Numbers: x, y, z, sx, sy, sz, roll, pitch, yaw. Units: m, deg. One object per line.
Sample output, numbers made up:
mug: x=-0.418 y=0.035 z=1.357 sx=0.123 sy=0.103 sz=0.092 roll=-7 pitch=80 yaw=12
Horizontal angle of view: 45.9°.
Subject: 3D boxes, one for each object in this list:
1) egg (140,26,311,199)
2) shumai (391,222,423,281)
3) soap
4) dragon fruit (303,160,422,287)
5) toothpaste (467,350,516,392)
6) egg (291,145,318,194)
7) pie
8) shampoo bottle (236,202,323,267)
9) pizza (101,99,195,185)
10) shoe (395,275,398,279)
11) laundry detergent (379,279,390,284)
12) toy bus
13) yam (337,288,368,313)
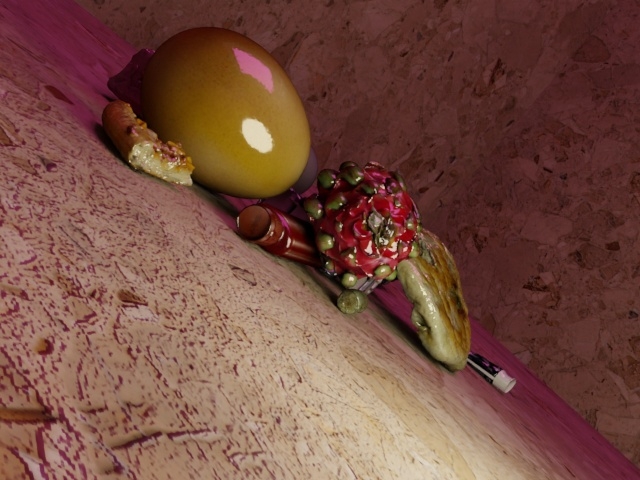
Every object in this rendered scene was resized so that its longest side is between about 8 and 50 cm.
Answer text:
egg: x=-0.156 y=-0.211 z=1.293 sx=0.322 sy=0.250 sz=0.250 roll=45 pitch=4 yaw=-15
shumai: x=0.168 y=-0.004 z=2.051 sx=0.218 sy=0.183 sz=0.185 roll=23 pitch=33 yaw=32
soap: x=-0.283 y=-0.269 z=1.556 sx=0.220 sy=0.127 sz=0.325 roll=41 pitch=5 yaw=3
dragon fruit: x=0.070 y=-0.051 z=1.294 sx=0.219 sy=0.198 sz=0.272 roll=-3 pitch=56 yaw=-20
toothpaste: x=0.389 y=0.302 z=1.868 sx=0.193 sy=0.045 sz=0.071 roll=36 pitch=2 yaw=34
egg: x=-0.112 y=-0.200 z=1.883 sx=0.232 sy=0.176 sz=0.176 roll=27 pitch=13 yaw=-40
pie: x=0.238 y=0.111 z=1.554 sx=0.337 sy=0.075 sz=0.337 roll=49 pitch=27 yaw=-37
shampoo bottle: x=-0.062 y=-0.010 z=1.266 sx=0.102 sy=0.064 sz=0.260 roll=50 pitch=9 yaw=18
pizza: x=-0.244 y=-0.134 z=1.091 sx=0.161 sy=0.062 sz=0.182 roll=43 pitch=2 yaw=-24
shoe: x=0.079 y=0.022 z=1.734 sx=0.317 sy=0.159 sz=0.124 roll=10 pitch=-25 yaw=4
laundry detergent: x=0.110 y=0.055 z=1.896 sx=0.206 sy=0.061 sz=0.097 roll=37 pitch=-6 yaw=-31
toy bus: x=0.000 y=-0.001 z=1.474 sx=0.274 sy=0.090 sz=0.112 roll=41 pitch=-1 yaw=19
yam: x=0.055 y=0.101 z=1.259 sx=0.043 sy=0.043 sz=0.094 roll=41 pitch=6 yaw=15
